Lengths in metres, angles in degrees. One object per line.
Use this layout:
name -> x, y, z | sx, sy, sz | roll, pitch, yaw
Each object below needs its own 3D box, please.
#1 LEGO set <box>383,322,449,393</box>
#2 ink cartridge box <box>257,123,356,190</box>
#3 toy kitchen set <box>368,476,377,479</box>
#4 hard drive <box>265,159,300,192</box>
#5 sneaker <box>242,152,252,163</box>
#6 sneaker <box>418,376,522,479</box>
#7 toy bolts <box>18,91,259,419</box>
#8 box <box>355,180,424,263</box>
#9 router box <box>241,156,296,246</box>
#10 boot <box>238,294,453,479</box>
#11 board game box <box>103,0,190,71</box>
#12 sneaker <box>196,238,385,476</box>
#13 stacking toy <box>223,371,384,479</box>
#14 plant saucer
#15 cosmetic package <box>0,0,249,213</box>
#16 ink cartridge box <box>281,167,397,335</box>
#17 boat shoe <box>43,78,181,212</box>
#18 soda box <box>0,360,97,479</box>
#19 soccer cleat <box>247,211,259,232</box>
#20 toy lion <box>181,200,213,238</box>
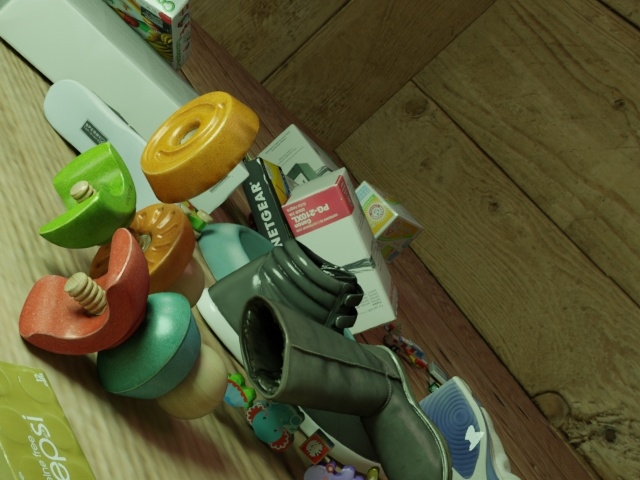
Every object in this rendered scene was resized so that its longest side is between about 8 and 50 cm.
LEGO set -> 0.200, 0.227, 1.766 | 0.182, 0.060, 0.244 | 44, 9, 0
ink cartridge box -> 0.012, -0.100, 2.072 | 0.289, 0.121, 0.211 | 54, 11, 34
toy kitchen set -> 0.029, 0.245, 0.702 | 0.068, 0.083, 0.075 | 48, 8, 6
hard drive -> 0.000, 0.000, 1.766 | 0.339, 0.064, 0.237 | 51, 9, 27
sneaker -> -0.165, -0.179, 1.848 | 0.083, 0.031, 0.035 | 52, 10, 24
sneaker -> 0.221, 0.346, 1.149 | 0.182, 0.127, 0.315 | 43, 16, -55
toy bolts -> -0.109, 0.022, 0.713 | 0.158, 0.218, 0.228 | 50, 24, -34
box -> 0.118, -0.034, 1.860 | 0.103, 0.114, 0.203 | 47, 11, 20
router box -> -0.069, -0.038, 1.458 | 0.133, 0.046, 0.179 | 9, 60, -76
boot -> 0.025, 0.150, 0.831 | 0.208, 0.076, 0.189 | 34, 22, -53
board game box -> -0.339, -0.395, 1.394 | 0.305, 0.053, 0.193 | 33, -16, 2
sneaker -> 0.015, 0.123, 0.982 | 0.296, 0.147, 0.104 | 48, 6, -10
stacking toy -> -0.017, 0.195, 0.837 | 0.221, 0.052, 0.167 | 47, 6, 9
plant saucer -> -0.040, 0.087, 1.228 | 0.317, 0.044, 0.317 | 46, 9, -10
cosmetic package -> -0.280, -0.232, 1.283 | 0.377, 0.097, 0.284 | 43, 10, -27
ink cartridge box -> 0.037, 0.018, 1.466 | 0.172, 0.100, 0.237 | -67, 134, -75
boat shoe -> -0.224, -0.091, 1.018 | 0.228, 0.080, 0.076 | 43, 8, 21
soda box -> -0.137, 0.141, 0.424 | 0.181, 0.058, 0.061 | 52, 10, 30
soccer cleat -> -0.101, -0.028, 1.500 | 0.035, 0.029, 0.083 | 44, 1, 38
toy lion -> -0.188, -0.048, 1.146 | 0.096, 0.034, 0.100 | 43, 7, 19
